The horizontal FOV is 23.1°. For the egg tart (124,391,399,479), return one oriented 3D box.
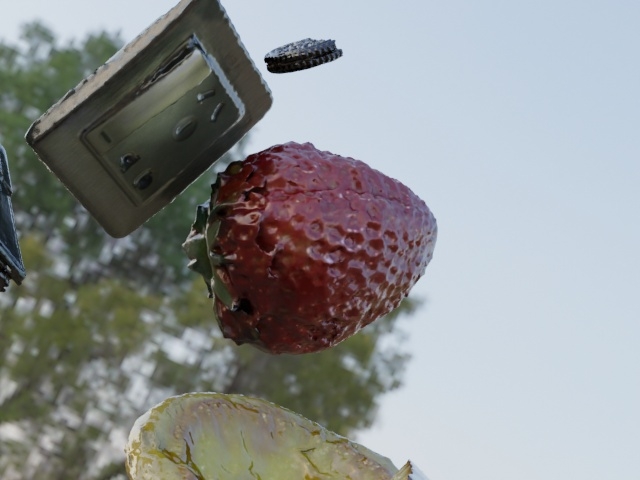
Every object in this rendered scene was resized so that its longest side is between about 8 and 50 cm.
[{"bbox_3d":[-0.040,0.262,1.417,0.319,0.128,0.319,22,19,-8],"label":"egg tart"}]

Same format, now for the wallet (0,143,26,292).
[{"bbox_3d":[-0.349,-0.108,1.497,0.044,0.317,0.169,-22,-44,3],"label":"wallet"}]

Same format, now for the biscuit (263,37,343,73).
[{"bbox_3d":[-0.017,-0.199,1.674,0.089,0.027,0.087,-12,15,16],"label":"biscuit"}]

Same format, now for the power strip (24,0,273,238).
[{"bbox_3d":[-0.192,-0.148,1.734,0.092,0.257,0.251,47,-7,23],"label":"power strip"}]

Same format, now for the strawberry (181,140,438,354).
[{"bbox_3d":[0.000,0.000,1.779,0.288,0.250,0.238,-3,-35,-18],"label":"strawberry"}]

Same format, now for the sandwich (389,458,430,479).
[{"bbox_3d":[0.118,0.265,1.248,0.193,0.058,0.162,49,2,3],"label":"sandwich"}]
